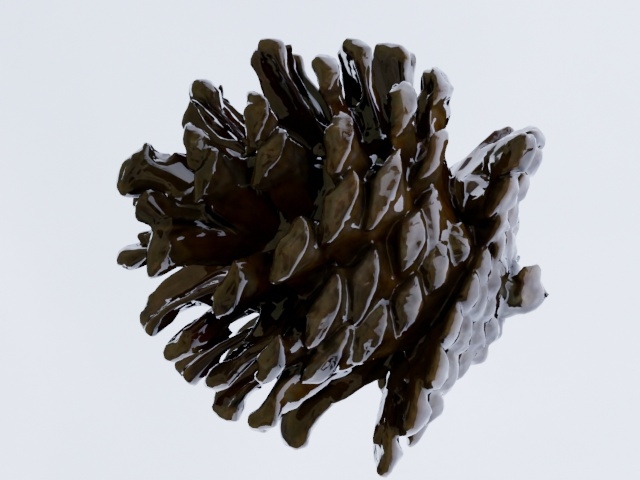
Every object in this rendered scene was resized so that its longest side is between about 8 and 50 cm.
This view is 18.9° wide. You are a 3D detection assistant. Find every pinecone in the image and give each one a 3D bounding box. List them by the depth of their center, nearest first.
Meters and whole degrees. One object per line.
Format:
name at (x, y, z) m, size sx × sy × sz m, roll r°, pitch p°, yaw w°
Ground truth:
pinecone at (0.003, 0.001, 0.813) m, size 0.150 × 0.195 × 0.179 m, roll 20°, pitch -91°, yaw 51°
